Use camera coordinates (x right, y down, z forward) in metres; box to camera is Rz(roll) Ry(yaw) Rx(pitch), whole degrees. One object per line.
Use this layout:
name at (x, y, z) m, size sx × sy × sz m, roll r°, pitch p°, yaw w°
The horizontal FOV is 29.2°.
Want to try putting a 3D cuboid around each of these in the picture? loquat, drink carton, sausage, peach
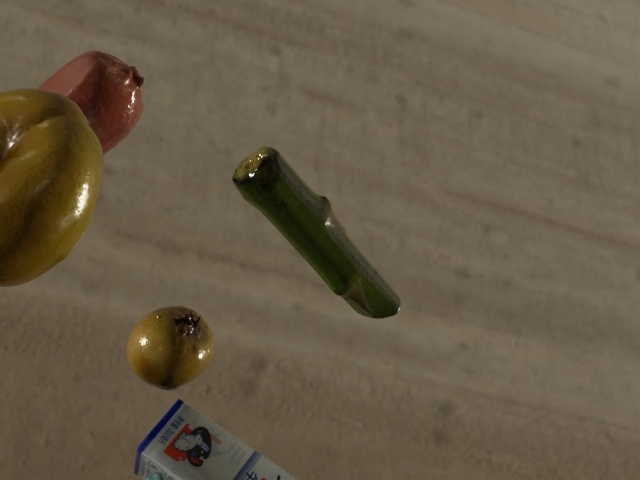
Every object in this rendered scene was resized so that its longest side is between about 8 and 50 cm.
loquat at (-0.253, 0.179, 2.076) m, size 0.163 × 0.137 × 0.163 m, roll -18°, pitch -25°, yaw -9°
drink carton at (-0.157, 0.419, 2.100) m, size 0.315 × 0.130 × 0.106 m, roll 32°, pitch -34°, yaw 10°
sausage at (-0.371, -0.184, 1.846) m, size 0.254 × 0.148 × 0.148 m, roll -37°, pitch -47°, yaw 18°
peach at (-0.374, -0.068, 1.485) m, size 0.251 × 0.251 × 0.153 m, roll -16°, pitch -24°, yaw 25°

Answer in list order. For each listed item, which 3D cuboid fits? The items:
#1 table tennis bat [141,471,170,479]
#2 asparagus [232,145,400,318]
table tennis bat at (-0.147, 0.327, 1.239) m, size 0.038 × 0.237 × 0.149 m, roll 5°, pitch -56°, yaw -23°
asparagus at (-0.001, -0.001, 1.406) m, size 0.060 × 0.067 × 0.277 m, roll 10°, pitch -34°, yaw 50°
